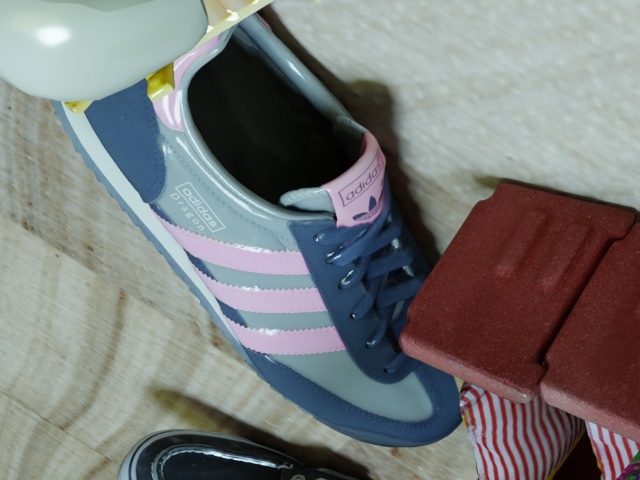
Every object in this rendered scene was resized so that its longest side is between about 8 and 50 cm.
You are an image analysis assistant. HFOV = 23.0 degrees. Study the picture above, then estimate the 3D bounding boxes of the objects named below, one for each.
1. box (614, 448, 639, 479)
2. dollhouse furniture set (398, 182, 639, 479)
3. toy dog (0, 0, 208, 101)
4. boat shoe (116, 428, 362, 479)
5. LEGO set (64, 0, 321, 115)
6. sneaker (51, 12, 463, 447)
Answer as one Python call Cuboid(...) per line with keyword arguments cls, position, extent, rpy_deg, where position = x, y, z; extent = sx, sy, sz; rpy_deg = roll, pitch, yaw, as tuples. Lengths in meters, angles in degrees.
Cuboid(cls="box", position=(0.316, 0.170, 0.630), extent=(0.290, 0.177, 0.279), rpy_deg=(16, 144, 48))
Cuboid(cls="dollhouse furniture set", position=(0.080, 0.181, 0.749), extent=(0.152, 0.374, 0.201), rpy_deg=(19, 151, 30))
Cuboid(cls="toy dog", position=(-0.144, -0.184, 0.310), extent=(0.395, 0.408, 0.284), rpy_deg=(35, 150, -27))
Cuboid(cls="boat shoe", position=(-0.004, 0.213, 1.147), extent=(0.301, 0.108, 0.102), rpy_deg=(28, 151, 2))
Cuboid(cls="LEGO set", position=(-0.088, -0.137, 0.650), extent=(0.287, 0.132, 0.107), rpy_deg=(2, 146, 43))
Cuboid(cls="sneaker", position=(0.000, 0.000, 0.807), extent=(0.131, 0.112, 0.319), rpy_deg=(-5, 136, 51))
